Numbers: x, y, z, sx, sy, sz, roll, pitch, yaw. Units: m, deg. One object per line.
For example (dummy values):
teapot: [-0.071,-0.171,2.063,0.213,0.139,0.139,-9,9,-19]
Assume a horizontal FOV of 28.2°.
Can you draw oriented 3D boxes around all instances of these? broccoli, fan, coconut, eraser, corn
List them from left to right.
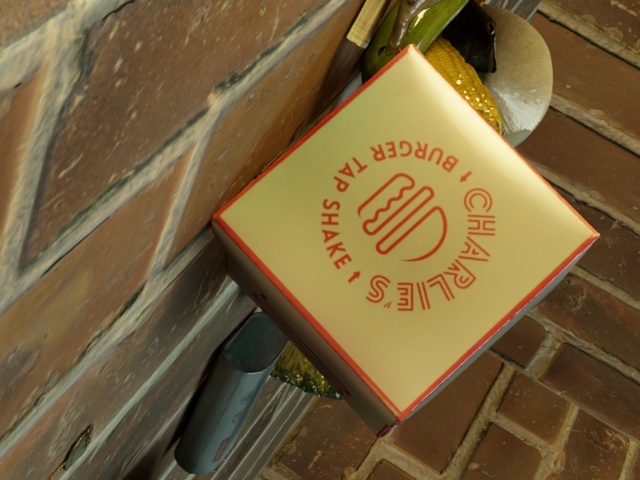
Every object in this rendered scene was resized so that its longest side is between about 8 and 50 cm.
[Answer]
fan: [-0.272,0.237,1.393,0.083,0.004,0.056,-51,170,-48]
eraser: [-0.137,0.238,1.989,0.227,0.081,0.174,-64,174,30]
broccoli: [0.014,0.105,2.086,0.361,0.221,0.252,88,25,-57]
corn: [0.161,-0.203,1.715,0.115,0.115,0.318,-61,-159,18]
coconut: [0.247,-0.249,2.019,0.237,0.237,0.266,-59,179,0]

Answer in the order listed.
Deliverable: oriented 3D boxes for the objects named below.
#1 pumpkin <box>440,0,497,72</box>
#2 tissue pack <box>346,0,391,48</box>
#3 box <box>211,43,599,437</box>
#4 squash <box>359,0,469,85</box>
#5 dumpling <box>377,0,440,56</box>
pumpkin: [0.211,-0.334,1.863,0.119,0.107,0.183,87,6,-65]
tissue pack: [0.067,-0.279,1.503,0.108,0.023,0.056,-60,173,8]
box: [0.088,0.019,1.521,0.314,0.312,0.300,-42,172,-11]
squash: [0.136,-0.292,1.676,0.071,0.080,0.318,4,-128,51]
dumpling: [0.161,-0.368,1.475,0.332,0.086,0.166,-68,173,30]
